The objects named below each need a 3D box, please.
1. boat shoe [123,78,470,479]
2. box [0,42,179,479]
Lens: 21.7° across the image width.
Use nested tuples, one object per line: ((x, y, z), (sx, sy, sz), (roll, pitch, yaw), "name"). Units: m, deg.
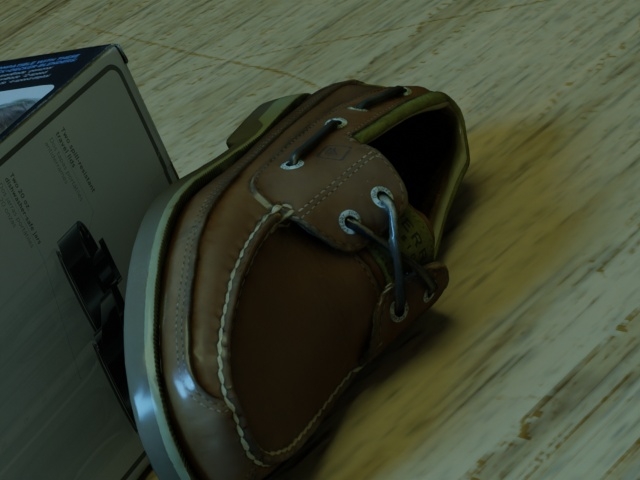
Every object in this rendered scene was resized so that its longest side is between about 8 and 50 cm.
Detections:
((0.000, 0.000, 0.755), (0.104, 0.111, 0.307), (-12, 28, 19), "boat shoe")
((-0.158, 0.060, 0.694), (0.087, 0.169, 0.290), (-4, 32, 35), "box")
